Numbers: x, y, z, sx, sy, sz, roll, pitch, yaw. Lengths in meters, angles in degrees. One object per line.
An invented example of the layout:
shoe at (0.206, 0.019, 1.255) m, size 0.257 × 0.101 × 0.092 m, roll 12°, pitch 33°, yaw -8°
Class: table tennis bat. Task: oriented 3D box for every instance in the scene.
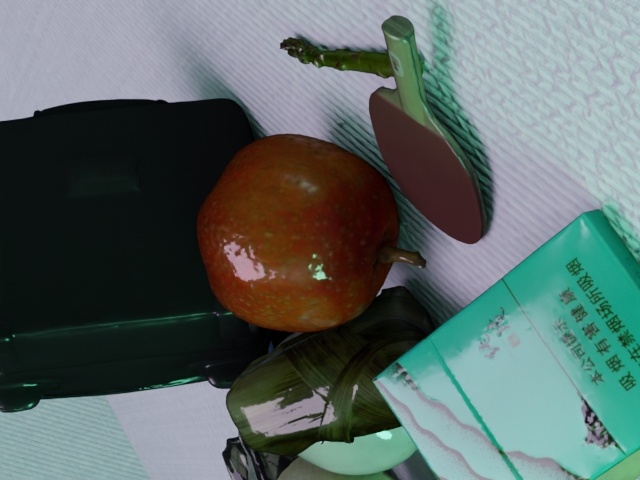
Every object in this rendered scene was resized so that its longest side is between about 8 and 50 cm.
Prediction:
table tennis bat at (0.084, -0.089, 1.199) m, size 0.138 × 0.022 × 0.246 m, roll 41°, pitch 161°, yaw 35°

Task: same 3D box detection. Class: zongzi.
zongzi at (0.015, 0.155, 1.355) m, size 0.112 × 0.221 × 0.242 m, roll 58°, pitch -172°, yaw -16°

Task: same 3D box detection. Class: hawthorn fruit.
hawthorn fruit at (0.000, 0.000, 1.359) m, size 0.226 × 0.196 × 0.196 m, roll 11°, pitch 132°, yaw 34°

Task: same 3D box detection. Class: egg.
egg at (0.026, 0.172, 1.548) m, size 0.209 × 0.151 × 0.151 m, roll 25°, pitch 140°, yaw 44°

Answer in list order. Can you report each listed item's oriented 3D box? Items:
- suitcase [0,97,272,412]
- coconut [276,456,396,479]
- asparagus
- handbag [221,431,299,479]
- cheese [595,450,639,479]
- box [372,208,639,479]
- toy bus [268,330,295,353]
suitcase at (-0.228, 0.002, 1.581) m, size 0.188 × 0.345 × 0.339 m, roll 88°, pitch 174°, yaw -59°
coconut at (0.028, 0.347, 1.596) m, size 0.237 × 0.197 × 0.237 m, roll 50°, pitch 169°, yaw 13°
asparagus at (0.023, -0.162, 1.288) m, size 0.248 × 0.024 × 0.025 m, roll 22°, pitch 94°, yaw 61°
handbag at (-0.028, 0.352, 1.934) m, size 0.416 × 0.180 × 0.316 m, roll 102°, pitch 144°, yaw -69°
cheese at (0.188, 0.163, 1.218) m, size 0.159 × 0.093 × 0.263 m, roll 52°, pitch 158°, yaw 16°
box at (0.164, 0.107, 1.077) m, size 0.226 × 0.042 × 0.161 m, roll -41°, pitch 73°, yaw 29°
toy bus at (-0.103, 0.104, 1.816) m, size 0.292 × 0.125 × 0.133 m, roll 12°, pitch 125°, yaw 63°
